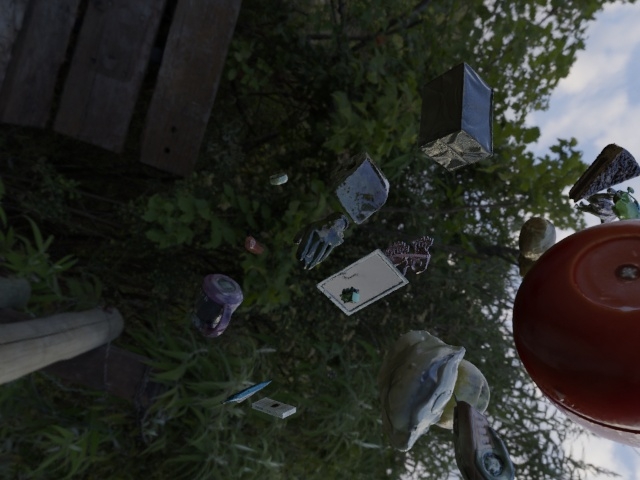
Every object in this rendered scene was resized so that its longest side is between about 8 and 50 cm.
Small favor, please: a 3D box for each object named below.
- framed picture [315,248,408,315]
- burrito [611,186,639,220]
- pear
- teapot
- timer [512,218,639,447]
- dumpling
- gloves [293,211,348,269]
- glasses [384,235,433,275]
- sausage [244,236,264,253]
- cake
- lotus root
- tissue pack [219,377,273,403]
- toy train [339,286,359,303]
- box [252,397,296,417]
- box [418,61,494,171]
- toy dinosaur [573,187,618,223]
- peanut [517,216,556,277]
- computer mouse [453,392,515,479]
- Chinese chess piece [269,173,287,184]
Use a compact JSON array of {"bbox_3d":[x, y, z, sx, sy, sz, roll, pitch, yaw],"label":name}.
[{"bbox_3d":[0.150,0.152,1.663,0.273,0.216,0.016,-31,-144,19],"label":"framed picture"},{"bbox_3d":[0.731,-0.022,1.058,0.054,0.288,0.104,-28,-150,33],"label":"burrito"},{"bbox_3d":[0.570,0.648,1.994,0.304,0.303,0.304,-160,-90,-86],"label":"pear"},{"bbox_3d":[-0.272,0.180,1.221,0.146,0.148,0.116,-55,155,19],"label":"teapot"},{"bbox_3d":[0.520,0.139,0.765,0.377,0.279,0.378,-25,-147,18],"label":"timer"},{"bbox_3d":[0.237,0.377,1.247,0.318,0.187,0.242,-52,-140,-12],"label":"dumpling"},{"bbox_3d":[0.004,-0.013,1.461,0.268,0.135,0.107,-50,157,-43],"label":"gloves"},{"bbox_3d":[0.335,0.055,1.871,0.255,0.095,0.162,-16,-132,39],"label":"glasses"},{"bbox_3d":[-0.171,0.015,1.199,0.147,0.035,0.030,62,24,-81],"label":"sausage"},{"bbox_3d":[1.030,-0.257,1.720,0.245,0.135,0.112,-26,-167,23],"label":"cake"},{"bbox_3d":[0.095,-0.141,1.167,0.138,0.119,0.235,-39,-164,18],"label":"lotus root"},{"bbox_3d":[-0.190,0.397,1.209,0.028,0.137,0.085,63,-29,11],"label":"tissue pack"},{"bbox_3d":[0.096,0.184,1.535,0.083,0.033,0.053,-24,-133,53],"label":"toy train"},{"bbox_3d":[-0.196,0.701,1.938,0.090,0.166,0.024,0,93,-56],"label":"box"},{"bbox_3d":[0.385,-0.345,1.314,0.155,0.148,0.232,-17,-125,49],"label":"box"},{"bbox_3d":[1.117,-0.140,1.862,0.077,0.162,0.294,-60,148,0],"label":"toy dinosaur"},{"bbox_3d":[0.794,0.033,1.715,0.122,0.137,0.253,48,-24,53],"label":"peanut"},{"bbox_3d":[0.487,0.662,1.484,0.389,0.114,0.200,-108,-157,-45],"label":"computer mouse"},{"bbox_3d":[-0.190,-0.279,2.092,0.084,0.084,0.034,-82,162,-69],"label":"Chinese chess piece"}]
